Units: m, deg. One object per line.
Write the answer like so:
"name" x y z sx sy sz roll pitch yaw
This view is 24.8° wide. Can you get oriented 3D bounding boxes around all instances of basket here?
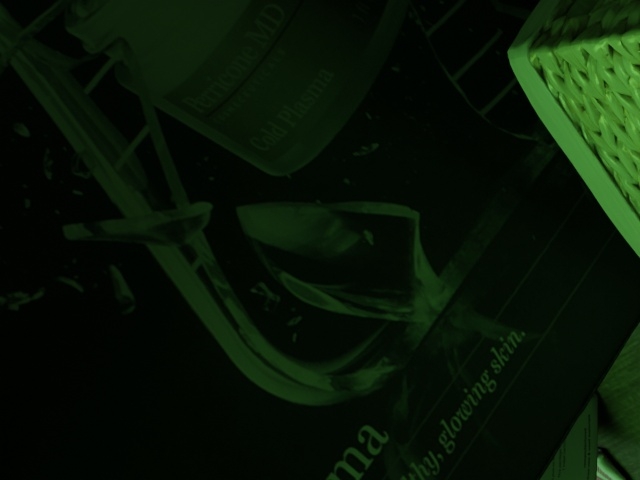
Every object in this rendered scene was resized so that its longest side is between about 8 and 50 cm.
"basket" 0.198 -0.077 0.765 0.103 0.113 0.167 -4 132 50

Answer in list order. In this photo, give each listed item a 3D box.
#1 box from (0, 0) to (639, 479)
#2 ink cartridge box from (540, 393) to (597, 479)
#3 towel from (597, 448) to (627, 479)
"box" -0.098 0.018 0.887 0.472 0.480 0.297 39 153 -1
"ink cartridge box" 0.103 0.168 1.188 0.153 0.208 0.087 5 97 51
"towel" 0.226 0.242 1.359 0.144 0.029 0.197 49 153 -23
